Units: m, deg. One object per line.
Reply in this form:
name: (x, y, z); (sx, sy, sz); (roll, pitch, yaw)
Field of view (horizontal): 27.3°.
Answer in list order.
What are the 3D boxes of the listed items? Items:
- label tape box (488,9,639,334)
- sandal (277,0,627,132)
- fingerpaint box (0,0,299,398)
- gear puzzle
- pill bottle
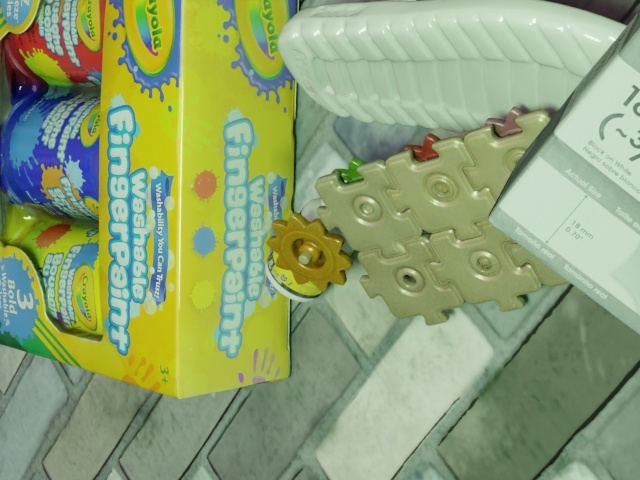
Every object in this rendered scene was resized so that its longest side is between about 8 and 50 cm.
label tape box: (0.305, -0.076, 0.874); (0.240, 0.106, 0.333); (37, 124, 2)
sandal: (0.135, -0.163, 1.093); (0.416, 0.169, 0.102); (14, 62, 37)
fingerpaint box: (-0.207, -0.090, 1.398); (0.371, 0.163, 0.445); (10, 101, 44)
gear puzzle: (0.094, -0.010, 1.149); (0.339, 0.044, 0.175); (-15, 117, 38)
pill bottle: (0.000, 0.000, 1.273); (0.065, 0.065, 0.116); (55, 127, 26)
